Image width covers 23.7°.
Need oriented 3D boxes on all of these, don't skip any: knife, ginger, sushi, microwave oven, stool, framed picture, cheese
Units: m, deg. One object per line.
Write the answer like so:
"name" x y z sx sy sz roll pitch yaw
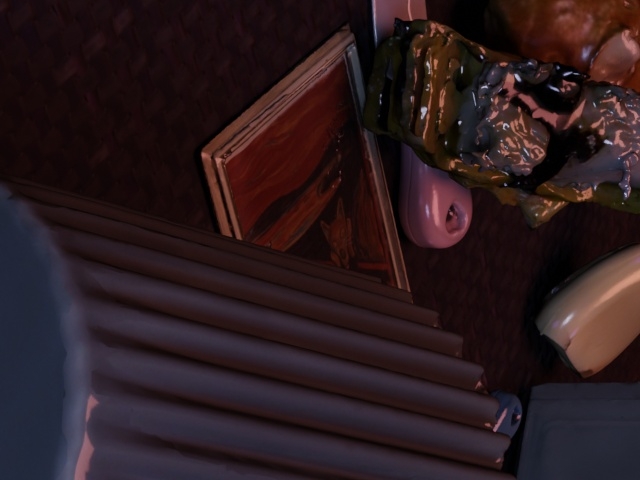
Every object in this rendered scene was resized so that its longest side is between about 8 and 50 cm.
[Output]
"knife" 0.128 0.247 1.413 0.244 0.032 0.058 -62 151 -23
"ginger" 0.311 -0.145 1.429 0.418 0.254 0.176 19 95 -54
"knife" 0.069 -0.153 1.244 0.081 0.043 0.335 -26 112 -44
"sushi" 0.171 -0.083 1.219 0.291 0.131 0.139 14 88 -32
"microwave oven" 0.308 0.304 1.543 0.295 0.181 0.237 54 42 -47
"stool" -0.103 0.121 0.778 0.330 0.297 0.297 24 76 -54
"framed picture" 0.000 0.000 1.166 0.216 0.016 0.273 -47 133 -43
"cheese" 0.331 0.031 1.544 0.251 0.054 0.127 -41 140 1
